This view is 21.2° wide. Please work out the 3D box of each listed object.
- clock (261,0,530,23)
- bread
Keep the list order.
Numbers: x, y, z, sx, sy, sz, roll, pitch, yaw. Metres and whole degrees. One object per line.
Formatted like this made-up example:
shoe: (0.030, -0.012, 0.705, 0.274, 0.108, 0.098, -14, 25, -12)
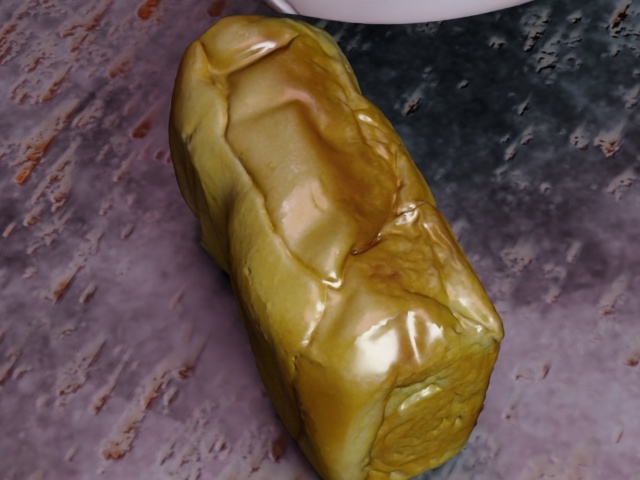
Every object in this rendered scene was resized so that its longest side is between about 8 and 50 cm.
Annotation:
clock: (0.105, -0.284, 1.086, 0.376, 0.250, 0.368, -11, 21, 9)
bread: (0.000, 0.000, 1.056, 0.132, 0.167, 0.294, -22, 56, -9)
